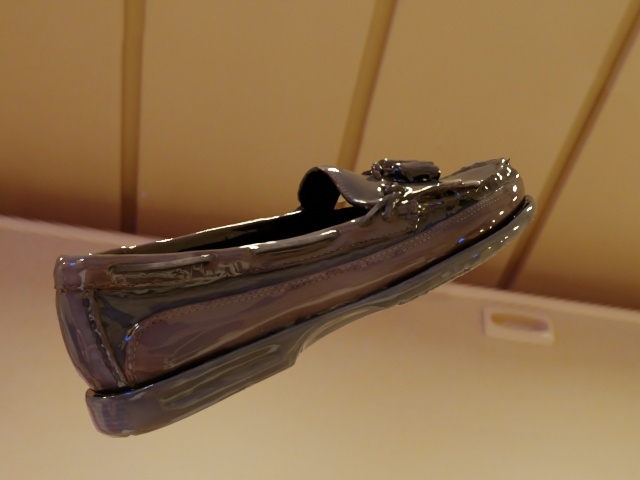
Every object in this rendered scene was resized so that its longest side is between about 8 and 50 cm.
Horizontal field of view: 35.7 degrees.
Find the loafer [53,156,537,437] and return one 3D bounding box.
[{"bbox_3d":[0.000,0.000,0.543,0.109,0.302,0.095,-10,-77,58],"label":"loafer"}]
